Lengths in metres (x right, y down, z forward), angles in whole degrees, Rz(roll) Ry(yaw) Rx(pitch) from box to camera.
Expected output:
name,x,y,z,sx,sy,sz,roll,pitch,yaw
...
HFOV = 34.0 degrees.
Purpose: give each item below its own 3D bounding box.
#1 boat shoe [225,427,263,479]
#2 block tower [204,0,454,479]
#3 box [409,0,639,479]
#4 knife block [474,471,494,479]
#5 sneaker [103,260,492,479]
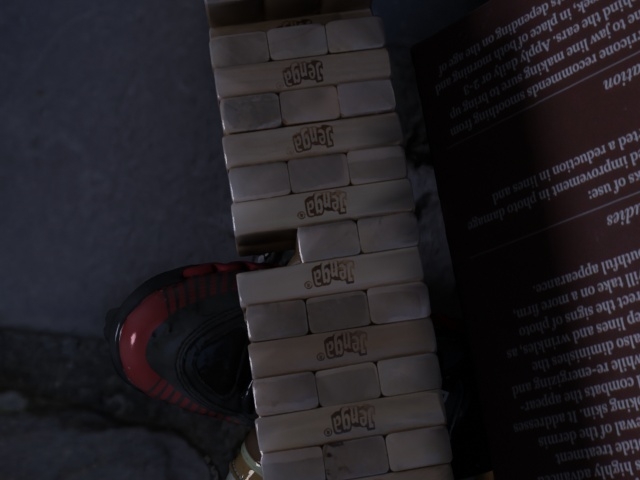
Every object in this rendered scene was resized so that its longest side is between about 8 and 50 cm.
name,x,y,z,sx,sy,sz,roll,pitch,yaw
boat shoe,0.022,0.183,0.678,0.190,0.068,0.072,29,101,-14
block tower,0.000,0.000,0.532,0.090,0.097,0.336,-8,80,-3
box,0.187,0.040,0.548,0.143,0.191,0.382,5,71,-39
knife block,0.146,0.249,0.735,0.088,0.242,0.276,5,53,-23
sneaker,0.015,0.081,0.611,0.276,0.135,0.098,15,96,-22
